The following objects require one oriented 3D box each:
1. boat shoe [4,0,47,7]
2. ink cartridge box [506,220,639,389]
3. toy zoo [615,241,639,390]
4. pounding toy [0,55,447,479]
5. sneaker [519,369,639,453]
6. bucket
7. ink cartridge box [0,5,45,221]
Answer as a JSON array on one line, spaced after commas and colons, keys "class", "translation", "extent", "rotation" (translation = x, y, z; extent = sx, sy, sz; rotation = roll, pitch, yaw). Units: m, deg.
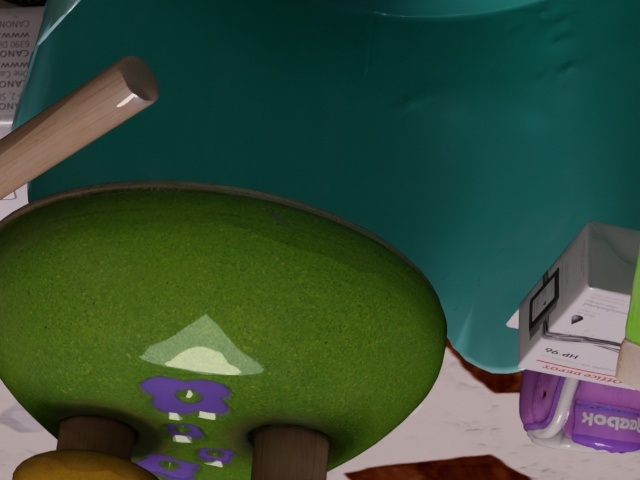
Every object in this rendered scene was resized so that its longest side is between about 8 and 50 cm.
[{"class": "boat shoe", "translation": [-0.162, -0.153, 0.649], "extent": [0.078, 0.070, 0.219], "rotation": [-7, 146, 21]}, {"class": "ink cartridge box", "translation": [0.102, 0.028, 0.589], "extent": [0.048, 0.028, 0.083], "rotation": [12, 149, -10]}, {"class": "toy zoo", "translation": [0.174, -0.109, 0.491], "extent": [0.030, 0.293, 0.192], "rotation": [24, -152, 38]}, {"class": "pounding toy", "translation": [-0.062, 0.059, 0.589], "extent": [0.183, 0.110, 0.237], "rotation": [-16, 144, 32]}, {"class": "sneaker", "translation": [0.162, 0.013, 0.780], "extent": [0.102, 0.161, 0.282], "rotation": [10, 147, -3]}, {"class": "bucket", "translation": [0.031, -0.089, 0.613], "extent": [0.281, 0.183, 0.281], "rotation": [4, 149, 3]}, {"class": "ink cartridge box", "translation": [-0.256, -0.023, 0.812], "extent": [0.296, 0.066, 0.261], "rotation": [-2, 157, -3]}]
